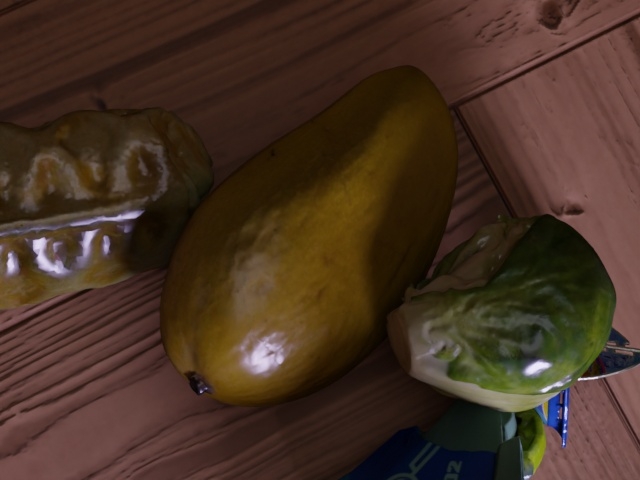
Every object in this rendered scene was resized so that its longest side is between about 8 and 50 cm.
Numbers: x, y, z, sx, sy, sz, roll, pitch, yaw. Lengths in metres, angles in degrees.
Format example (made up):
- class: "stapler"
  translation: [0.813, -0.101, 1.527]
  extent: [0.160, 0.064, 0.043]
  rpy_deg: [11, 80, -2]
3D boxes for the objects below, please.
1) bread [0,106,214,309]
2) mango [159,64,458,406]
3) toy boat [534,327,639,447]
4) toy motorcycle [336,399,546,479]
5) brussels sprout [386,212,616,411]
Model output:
- class: "bread"
  translation: [-0.218, -0.028, 1.360]
  extent: [0.268, 0.130, 0.152]
  rpy_deg: [-11, 118, -11]
- class: "mango"
  translation: [0.001, 0.008, 1.373]
  extent: [0.332, 0.142, 0.195]
  rpy_deg: [-39, 119, -27]
- class: "toy boat"
  translation: [0.227, 0.092, 1.429]
  extent: [0.110, 0.091, 0.175]
  rpy_deg: [4, 84, 8]
- class: "toy motorcycle"
  translation: [0.093, 0.265, 1.327]
  extent: [0.200, 0.191, 0.326]
  rpy_deg: [-9, 46, 9]
- class: "brussels sprout"
  translation: [0.152, 0.065, 1.334]
  extent: [0.183, 0.131, 0.145]
  rpy_deg: [-38, 92, -9]
